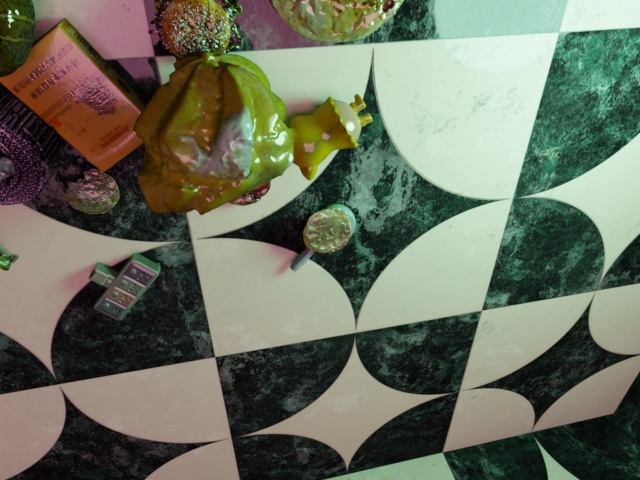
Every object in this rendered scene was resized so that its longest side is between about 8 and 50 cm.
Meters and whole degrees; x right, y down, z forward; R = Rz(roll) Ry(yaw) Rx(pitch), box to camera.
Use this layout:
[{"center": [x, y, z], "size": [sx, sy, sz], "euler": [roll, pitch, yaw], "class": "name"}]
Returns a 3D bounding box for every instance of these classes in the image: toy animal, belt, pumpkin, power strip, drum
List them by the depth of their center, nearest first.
[{"center": [-0.629, -0.418, 0.865], "size": [0.219, 0.162, 0.218], "euler": [2, 109, 6], "class": "pumpkin"}, {"center": [-0.726, -0.201, 0.984], "size": [0.325, 0.122, 0.260], "euler": [17, 134, -19], "class": "belt"}, {"center": [0.015, -0.264, 1.166], "size": [0.230, 0.156, 0.156], "euler": [-33, 127, 5], "class": "toy animal"}, {"center": [-0.568, 0.115, 1.336], "size": [0.145, 0.061, 0.215], "euler": [35, 110, -26], "class": "power strip"}, {"center": [-0.011, -0.012, 1.397], "size": [0.253, 0.049, 0.130], "euler": [-34, 127, 10], "class": "drum"}]

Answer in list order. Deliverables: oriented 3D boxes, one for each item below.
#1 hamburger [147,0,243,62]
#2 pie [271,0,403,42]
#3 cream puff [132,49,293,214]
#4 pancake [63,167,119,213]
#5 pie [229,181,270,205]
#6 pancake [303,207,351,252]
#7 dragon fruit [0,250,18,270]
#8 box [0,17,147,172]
[{"center": [-0.250, -0.444, 0.986], "size": [0.190, 0.093, 0.164], "euler": [-32, 127, 6], "class": "hamburger"}, {"center": [0.044, -0.577, 0.980], "size": [0.340, 0.077, 0.338], "euler": [-6, 125, -8], "class": "pie"}, {"center": [-0.230, -0.238, 0.984], "size": [0.379, 0.378, 0.275], "euler": [-26, 117, 4], "class": "cream puff"}, {"center": [-0.565, -0.116, 1.181], "size": [0.130, 0.022, 0.116], "euler": [-29, 130, 5], "class": "pancake"}, {"center": [-0.204, -0.160, 1.244], "size": [0.154, 0.038, 0.153], "euler": [-7, 124, -10], "class": "pie"}, {"center": [0.022, -0.028, 1.347], "size": [0.152, 0.025, 0.151], "euler": [-7, 126, -10], "class": "pancake"}, {"center": [-0.854, 0.021, 1.144], "size": [0.236, 0.135, 0.137], "euler": [8, 126, -46], "class": "dragon fruit"}, {"center": [-0.510, -0.302, 1.028], "size": [0.174, 0.076, 0.274], "euler": [-32, 127, 11], "class": "box"}]
